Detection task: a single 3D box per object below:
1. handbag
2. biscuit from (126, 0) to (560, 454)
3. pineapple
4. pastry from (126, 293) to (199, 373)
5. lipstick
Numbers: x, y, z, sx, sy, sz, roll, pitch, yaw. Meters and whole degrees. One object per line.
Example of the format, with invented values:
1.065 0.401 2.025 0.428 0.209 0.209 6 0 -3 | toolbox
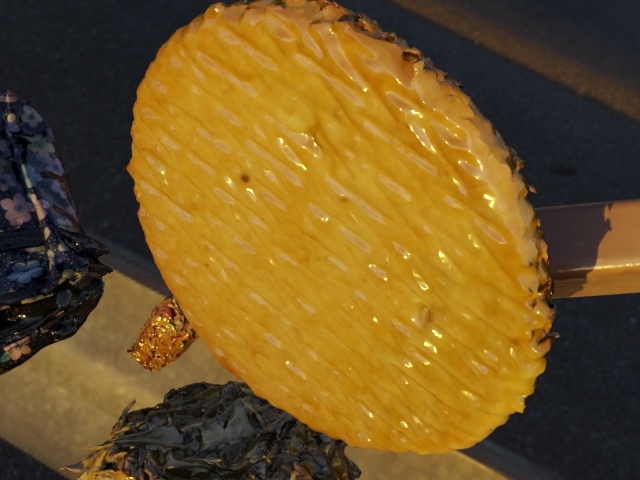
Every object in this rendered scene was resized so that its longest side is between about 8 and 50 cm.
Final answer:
-0.274 0.009 0.663 0.228 0.127 0.208 -20 59 -9 | handbag
0.000 0.000 0.465 0.254 0.254 0.035 31 43 20 | biscuit
-0.109 0.319 0.989 0.352 0.300 0.352 -1 21 1 | pineapple
-0.175 0.110 1.077 0.063 0.169 0.087 48 59 3 | pastry
0.123 0.007 0.518 0.145 0.045 0.045 -5 69 22 | lipstick
